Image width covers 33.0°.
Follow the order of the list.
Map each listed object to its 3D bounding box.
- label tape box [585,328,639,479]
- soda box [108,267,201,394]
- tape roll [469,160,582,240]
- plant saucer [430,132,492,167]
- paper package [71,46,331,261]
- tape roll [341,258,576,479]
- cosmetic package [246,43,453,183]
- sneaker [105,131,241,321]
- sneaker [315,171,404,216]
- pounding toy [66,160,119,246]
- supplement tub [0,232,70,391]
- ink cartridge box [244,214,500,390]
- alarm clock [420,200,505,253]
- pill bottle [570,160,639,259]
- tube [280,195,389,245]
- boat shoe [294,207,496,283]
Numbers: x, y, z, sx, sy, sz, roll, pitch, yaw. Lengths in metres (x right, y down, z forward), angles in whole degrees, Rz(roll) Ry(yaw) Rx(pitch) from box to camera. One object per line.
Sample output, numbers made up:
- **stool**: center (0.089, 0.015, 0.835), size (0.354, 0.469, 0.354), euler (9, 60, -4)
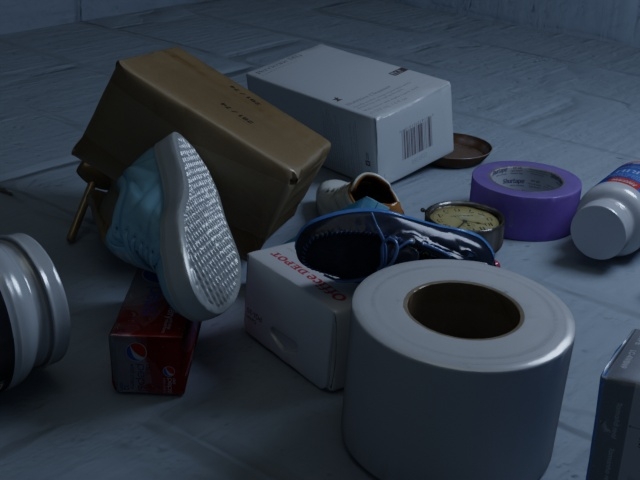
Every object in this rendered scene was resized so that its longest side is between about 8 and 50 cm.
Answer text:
- **label tape box**: center (0.402, 0.246, 0.914), size (0.347, 0.249, 0.115), euler (15, 26, 28)
- **soda box**: center (-0.204, 0.099, 1.411), size (0.092, 0.083, 0.263), euler (2, 24, 1)
- **tape roll**: center (0.352, -0.071, 1.869), size (0.189, 0.080, 0.189), euler (2, 24, -1)
- **plant saucer**: center (0.261, -0.180, 2.180), size (0.168, 0.029, 0.168), euler (1, 24, 0)
- **paper package**: center (-0.173, -0.146, 1.708), size (0.325, 0.168, 0.309), euler (31, 18, 3)
- **tape roll**: center (0.149, 0.148, 1.206), size (0.246, 0.169, 0.246), euler (3, 27, -1)
- **cosmetic package**: center (0.054, -0.255, 2.140), size (0.217, 0.156, 0.385), euler (-29, 38, -33)
- **sneaker**: center (-0.203, 0.005, 1.415), size (0.150, 0.135, 0.366), euler (-35, 31, 12)
- **sneaker**: center (0.072, -0.070, 1.788), size (0.106, 0.123, 0.290), euler (-9, 24, -20)
- **pounding toy**: center (-0.300, -0.028, 1.720), size (0.154, 0.155, 0.269), euler (22, 21, -33)
- **supplement tub**: center (-0.449, 0.103, 1.241), size (0.272, 0.191, 0.191), euler (-18, 31, -39)
- **ink cartridge box**: center (0.068, 0.074, 1.450), size (0.283, 0.117, 0.207), euler (-14, 29, -34)
- **alarm clock**: center (0.234, -0.008, 1.728), size (0.129, 0.064, 0.192), euler (-1, 21, -9)
- **pill bottle**: center (0.493, -0.046, 1.768), size (0.124, 0.124, 0.221), euler (16, 26, 29)
- **tube**: center (0.000, 0.000, 1.554), size (0.207, 0.052, 0.080), euler (-32, -18, 19)
- **boat shoe**: center (0.100, 0.019, 1.312), size (0.258, 0.109, 0.089), euler (1, 39, -13)
